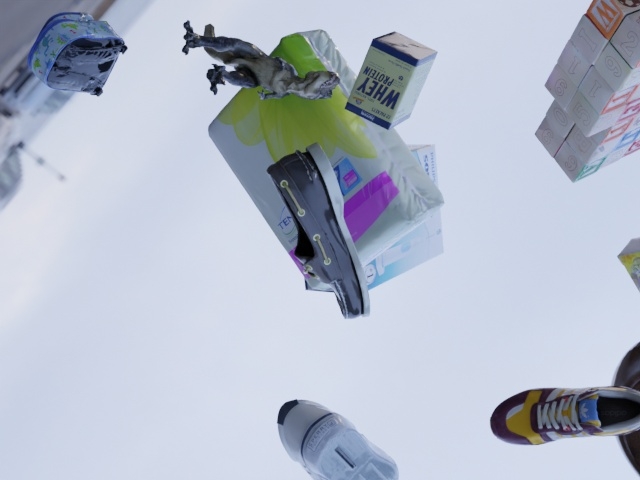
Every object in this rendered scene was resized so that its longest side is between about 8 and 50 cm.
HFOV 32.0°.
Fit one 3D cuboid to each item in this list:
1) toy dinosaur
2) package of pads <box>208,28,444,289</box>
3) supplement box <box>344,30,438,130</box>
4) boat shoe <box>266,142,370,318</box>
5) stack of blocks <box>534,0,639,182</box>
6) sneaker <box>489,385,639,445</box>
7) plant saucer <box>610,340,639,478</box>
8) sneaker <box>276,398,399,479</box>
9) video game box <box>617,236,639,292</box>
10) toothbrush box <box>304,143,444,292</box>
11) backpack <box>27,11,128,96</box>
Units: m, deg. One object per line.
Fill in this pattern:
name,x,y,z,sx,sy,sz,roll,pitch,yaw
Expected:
toy dinosaur,-0.097,-0.210,1.308,0.268,0.118,0.064,32,-67,40
package of pads,-0.003,-0.103,1.506,0.101,0.296,0.229,-28,172,-44
supplement box,0.077,-0.175,1.215,0.083,0.056,0.083,-37,152,-64
boat shoe,0.000,0.000,1.278,0.069,0.227,0.081,-22,-152,-8
stack of blocks,0.359,-0.193,1.319,0.171,0.087,0.297,-24,158,-23
sneaker,0.288,0.197,1.290,0.185,0.069,0.084,-9,166,6
plant saucer,0.550,0.281,1.626,0.050,0.310,0.310,-24,173,-42
sneaker,0.023,0.257,1.326,0.094,0.258,0.091,-42,-126,-14
video game box,0.480,0.064,1.307,0.205,0.187,0.048,-16,-156,50
toothbrush box,0.094,-0.046,2.023,0.126,0.216,0.295,4,-163,37
backpack,-0.340,-0.256,1.517,0.114,0.084,0.105,-12,142,-57
